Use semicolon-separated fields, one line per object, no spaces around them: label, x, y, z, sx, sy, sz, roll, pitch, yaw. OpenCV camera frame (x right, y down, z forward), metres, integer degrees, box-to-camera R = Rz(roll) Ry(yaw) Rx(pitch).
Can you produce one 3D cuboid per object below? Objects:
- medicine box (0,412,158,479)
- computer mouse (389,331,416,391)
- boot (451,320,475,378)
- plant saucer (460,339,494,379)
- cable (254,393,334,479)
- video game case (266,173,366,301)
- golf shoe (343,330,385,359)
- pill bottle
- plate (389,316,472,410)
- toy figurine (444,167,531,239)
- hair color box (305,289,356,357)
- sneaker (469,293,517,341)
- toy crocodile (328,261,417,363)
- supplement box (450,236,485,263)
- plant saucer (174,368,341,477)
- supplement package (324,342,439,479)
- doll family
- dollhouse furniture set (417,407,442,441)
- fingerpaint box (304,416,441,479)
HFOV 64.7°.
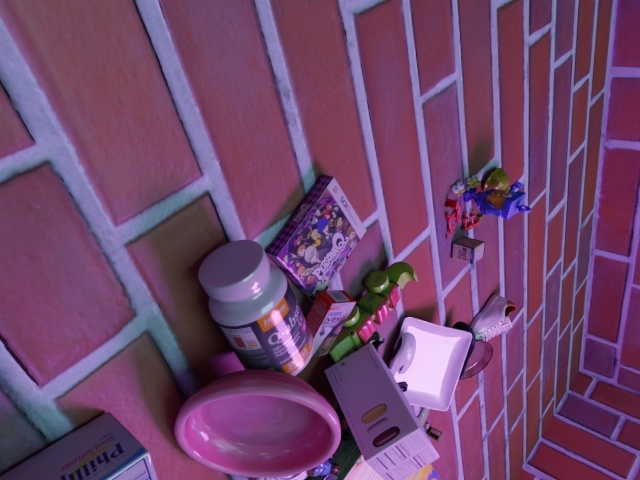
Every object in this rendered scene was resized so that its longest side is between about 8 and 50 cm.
medicine box;-0.405;0.494;0.840;0.263;0.149;0.290;-28;123;-39
computer mouse;0.248;0.378;1.557;0.106;0.042;0.193;17;92;-22
boot;0.449;0.430;1.778;0.207;0.094;0.247;-24;127;-46
plant saucer;0.576;0.454;1.953;0.198;0.036;0.199;-11;124;-16
cable;-0.073;0.492;1.255;0.257;0.089;0.257;23;86;-50
video game case;0.000;0.000;1.184;0.232;0.041;0.210;-55;137;-18
golf shoe;0.110;0.334;1.394;0.077;0.093;0.198;26;86;-50
pill bottle;-0.125;0.144;1.010;0.162;0.162;0.279;-44;133;-28
plate;0.338;0.400;1.643;0.277;0.045;0.278;17;92;-22
toy figurine;0.598;-0.111;1.672;0.362;0.217;0.191;-24;121;-40
hair color box;0.007;0.203;1.226;0.093;0.053;0.167;3;122;-48
sneaker;0.681;0.342;2.008;0.290;0.123;0.106;-50;137;-19
toy crocodile;0.137;0.189;1.359;0.340;0.105;0.115;-44;133;-27
supplement box;0.502;0.032;1.721;0.083;0.083;0.056;-23;120;-42
plant saucer;-0.125;0.372;1.037;0.084;0.331;0.332;-92;164;-51
supplement package;0.151;0.432;1.268;0.145;0.262;0.204;-32;133;1
doll family;0.022;0.502;1.246;0.111;0.076;0.193;35;82;-54
dollhouse furniture set;0.406;0.693;1.882;0.076;0.058;0.152;-49;135;-24
fingerpaint box;0.112;0.737;1.412;0.445;0.163;0.371;-45;115;-31
